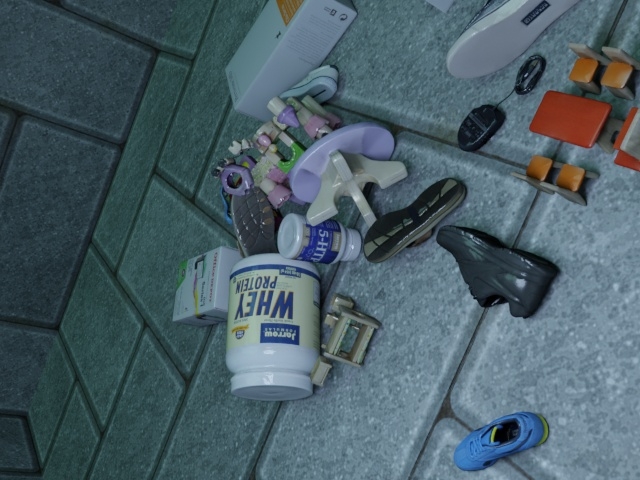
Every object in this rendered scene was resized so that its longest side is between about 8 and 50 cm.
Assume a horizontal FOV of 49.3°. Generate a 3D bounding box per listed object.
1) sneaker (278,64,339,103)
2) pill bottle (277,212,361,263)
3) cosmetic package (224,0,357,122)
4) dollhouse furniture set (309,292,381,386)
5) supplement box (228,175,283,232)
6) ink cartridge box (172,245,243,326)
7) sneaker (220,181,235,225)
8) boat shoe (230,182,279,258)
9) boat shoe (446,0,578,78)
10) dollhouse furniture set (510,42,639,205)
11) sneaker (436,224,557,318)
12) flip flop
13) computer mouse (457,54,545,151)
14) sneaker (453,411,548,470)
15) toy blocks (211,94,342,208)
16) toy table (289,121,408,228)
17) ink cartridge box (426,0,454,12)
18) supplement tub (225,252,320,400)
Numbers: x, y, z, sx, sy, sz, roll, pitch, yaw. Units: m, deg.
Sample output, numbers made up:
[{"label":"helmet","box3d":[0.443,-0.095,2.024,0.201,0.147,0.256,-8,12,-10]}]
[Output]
[{"label":"sneaker","box3d":[-0.032,-0.440,2.049,0.258,0.094,0.091,-10,50,48]},{"label":"pill bottle","box3d":[0.000,0.000,1.699,0.112,0.186,0.112,-22,64,57]},{"label":"cosmetic package","box3d":[-0.105,-0.606,2.142,0.453,0.161,0.230,-49,41,31]},{"label":"dollhouse furniture set","box3d":[0.052,0.241,1.648,0.161,0.101,0.182,-112,45,-76]},{"label":"supplement box","box3d":[-0.197,-0.102,2.102,0.081,0.104,0.188,-55,39,23]},{"label":"ink cartridge box","box3d":[-0.341,0.148,2.184,0.278,0.117,0.202,-20,60,49]},{"label":"sneaker","box3d":[-0.277,-0.127,2.275,0.078,0.067,0.188,-32,46,16]},{"label":"boat shoe","box3d":[-0.187,-0.002,1.960,0.116,0.123,0.325,174,83,-70]},{"label":"boat shoe","box3d":[0.395,-0.488,1.442,0.340,0.127,0.158,-34,43,32]},{"label":"dollhouse furniture set","box3d":[0.464,-0.197,1.187,0.259,0.135,0.262,35,104,55]},{"label":"sneaker","box3d":[0.310,0.054,1.330,0.286,0.109,0.130,35,111,56]},{"label":"flip flop","box3d":[0.210,-0.033,1.537,0.277,0.080,0.112,-37,41,20]},{"label":"computer mouse","box3d":[0.376,-0.279,1.442,0.242,0.041,0.071,-47,50,23]},{"label":"sneaker","box3d":[0.299,0.353,1.233,0.209,0.082,0.069,-40,48,40]},{"label":"toy blocks","box3d":[-0.059,-0.198,1.831,0.260,0.309,0.289,44,110,7]},{"label":"toy table","box3d":[0.069,-0.149,1.648,0.274,0.252,0.161,-38,41,12]},{"label":"ink cartridge box","box3d":[0.234,-0.663,1.696,0.093,0.154,0.212,-55,38,24]},{"label":"supplement tub","box3d":[-0.116,0.219,1.735,0.235,0.235,0.325,-27,55,46]}]
